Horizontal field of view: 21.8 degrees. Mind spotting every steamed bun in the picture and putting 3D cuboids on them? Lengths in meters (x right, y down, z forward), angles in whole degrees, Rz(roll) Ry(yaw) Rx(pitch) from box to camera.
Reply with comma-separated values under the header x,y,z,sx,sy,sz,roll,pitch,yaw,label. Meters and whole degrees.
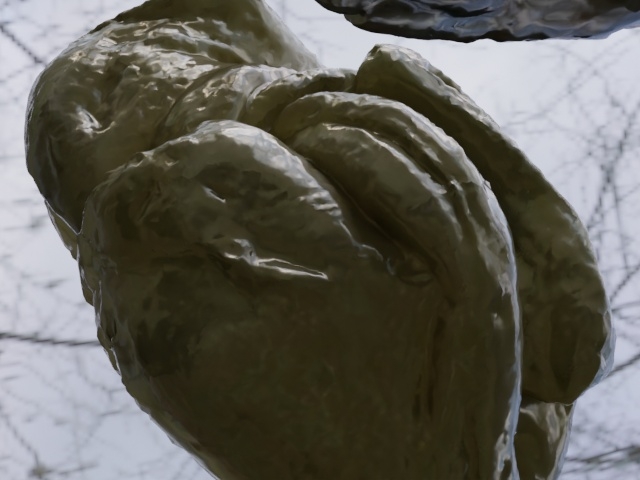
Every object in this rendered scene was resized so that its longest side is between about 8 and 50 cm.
x,y,z,sx,sy,sz,roll,pitch,yaw,label
0.004,0.004,0.961,0.230,0.325,0.372,-50,-144,18,steamed bun

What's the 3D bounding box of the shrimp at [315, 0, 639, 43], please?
x,y,z,sx,sy,sz,roll,pitch,yaw,label
0.189,-0.185,0.659,0.221,0.446,0.110,100,-29,-52,shrimp
